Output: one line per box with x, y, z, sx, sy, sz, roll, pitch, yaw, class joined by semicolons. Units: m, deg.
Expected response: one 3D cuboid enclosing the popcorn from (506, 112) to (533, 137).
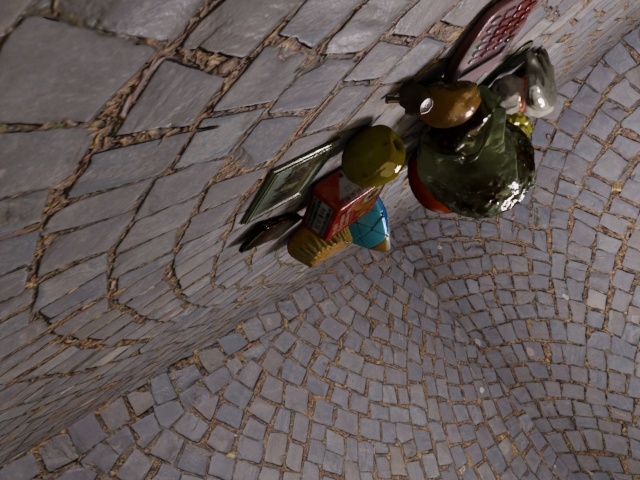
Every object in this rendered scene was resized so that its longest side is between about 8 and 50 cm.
0.695;-0.445;2.285;0.212;0.259;0.259;-23;175;14;popcorn

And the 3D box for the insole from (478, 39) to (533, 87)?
0.548;-0.515;1.924;0.119;0.009;0.348;-28;168;-46;insole

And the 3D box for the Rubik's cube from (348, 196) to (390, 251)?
0.167;-0.041;2.312;0.254;0.254;0.254;-36;172;-6;Rubik's cube

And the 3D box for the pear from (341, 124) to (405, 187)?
0.131;-0.202;1.468;0.162;0.148;0.149;-37;173;34;pear

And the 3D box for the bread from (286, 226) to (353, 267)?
-0.004;-0.002;2.094;0.240;0.139;0.240;-32;171;-5;bread

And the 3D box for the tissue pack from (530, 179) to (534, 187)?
0.616;-0.255;2.097;0.228;0.127;0.311;-4;-163;14;tissue pack

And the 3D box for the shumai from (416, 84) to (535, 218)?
0.459;-0.305;1.804;0.395;0.395;0.348;-35;146;-7;shumai

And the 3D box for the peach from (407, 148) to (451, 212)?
0.417;-0.229;2.176;0.202;0.257;0.362;-3;175;15;peach

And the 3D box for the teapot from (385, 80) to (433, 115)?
0.199;-0.314;1.367;0.110;0.080;0.084;-17;134;-29;teapot

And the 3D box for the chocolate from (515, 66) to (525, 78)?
0.736;-0.552;2.130;0.133;0.124;0.127;-7;-128;49;chocolate

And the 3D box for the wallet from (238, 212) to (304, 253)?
-0.142;-0.028;1.718;0.122;0.031;0.232;-41;172;25;wallet

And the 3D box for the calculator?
0.399;-0.476;1.398;0.220;0.048;0.329;-32;169;-20;calculator

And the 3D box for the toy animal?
0.666;-0.508;1.961;0.188;0.307;0.266;-26;137;38;toy animal

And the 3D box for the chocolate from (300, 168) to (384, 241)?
0.072;-0.123;1.743;0.235;0.108;0.237;-34;167;-25;chocolate

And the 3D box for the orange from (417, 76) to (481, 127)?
0.303;-0.329;1.441;0.160;0.112;0.170;11;176;-36;orange

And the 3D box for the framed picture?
-0.075;-0.136;1.440;0.217;0.017;0.274;-31;171;-31;framed picture
